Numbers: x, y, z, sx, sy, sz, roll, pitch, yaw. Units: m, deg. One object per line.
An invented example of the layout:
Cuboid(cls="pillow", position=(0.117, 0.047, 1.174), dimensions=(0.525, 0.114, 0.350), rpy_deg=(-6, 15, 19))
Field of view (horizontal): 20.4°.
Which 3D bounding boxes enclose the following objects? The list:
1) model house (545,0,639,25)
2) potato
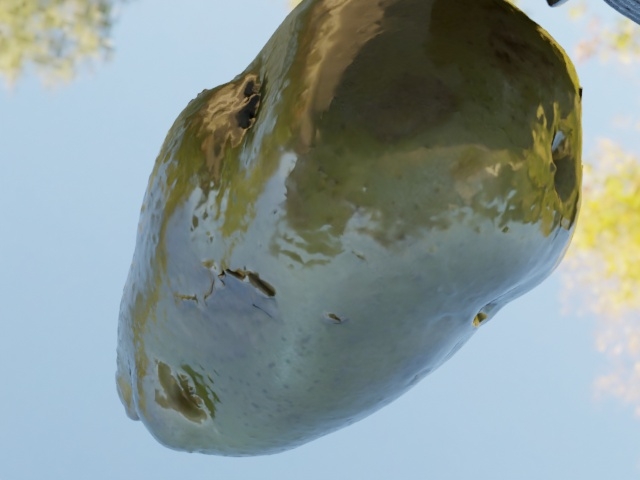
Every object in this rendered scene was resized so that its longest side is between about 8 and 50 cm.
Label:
Cuboid(cls="model house", position=(0.158, -0.184, 0.896), dimensions=(0.188, 0.122, 0.229), rpy_deg=(62, 174, 6))
Cuboid(cls="potato", position=(0.002, 0.000, 0.997), dimensions=(0.202, 0.351, 0.218), rpy_deg=(22, -146, -35))
